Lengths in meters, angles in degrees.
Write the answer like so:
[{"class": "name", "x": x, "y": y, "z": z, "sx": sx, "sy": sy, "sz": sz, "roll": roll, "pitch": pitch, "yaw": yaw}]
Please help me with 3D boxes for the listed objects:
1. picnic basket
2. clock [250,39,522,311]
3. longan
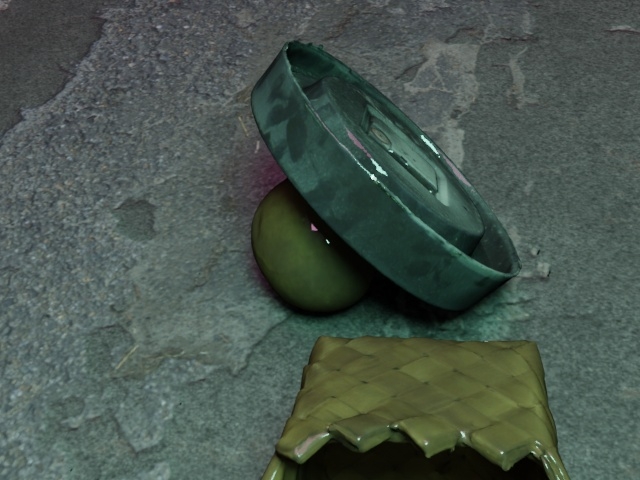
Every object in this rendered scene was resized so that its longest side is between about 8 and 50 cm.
[{"class": "picnic basket", "x": 0.076, "y": 0.254, "z": 0.708, "sx": 0.254, "sy": 0.291, "sz": 0.321, "roll": 2, "pitch": 33, "yaw": 7}, {"class": "clock", "x": 0.078, "y": -0.079, "z": 1.066, "sx": 0.076, "sy": 0.386, "sz": 0.386, "roll": -44, "pitch": 39, "yaw": 19}, {"class": "longan", "x": 0.000, "y": 0.000, "z": 1.100, "sx": 0.189, "sy": 0.189, "sz": 0.189, "roll": -2, "pitch": 41, "yaw": 2}]
